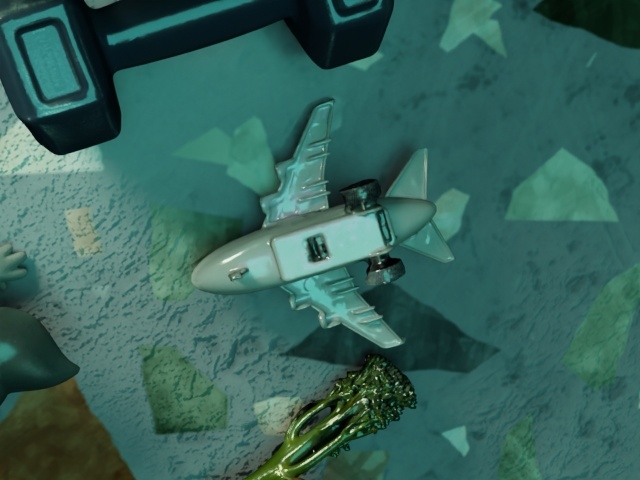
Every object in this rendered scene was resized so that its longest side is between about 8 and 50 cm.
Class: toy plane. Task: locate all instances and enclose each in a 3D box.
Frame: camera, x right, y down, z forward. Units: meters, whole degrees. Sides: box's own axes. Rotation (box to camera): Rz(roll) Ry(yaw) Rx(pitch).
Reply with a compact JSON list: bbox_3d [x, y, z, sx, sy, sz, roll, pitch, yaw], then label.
[{"bbox_3d":[0.001,0.000,0.803,0.255,0.101,0.251,-18,98,-10],"label":"toy plane"}]

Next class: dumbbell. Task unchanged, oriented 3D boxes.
[{"bbox_3d":[-0.106,-0.186,0.697,0.316,0.156,0.143,-20,140,-9],"label":"dumbbell"}]

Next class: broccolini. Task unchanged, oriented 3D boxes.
[{"bbox_3d":[-0.066,0.257,0.893,0.392,0.079,0.074,-35,123,4],"label":"broccolini"}]

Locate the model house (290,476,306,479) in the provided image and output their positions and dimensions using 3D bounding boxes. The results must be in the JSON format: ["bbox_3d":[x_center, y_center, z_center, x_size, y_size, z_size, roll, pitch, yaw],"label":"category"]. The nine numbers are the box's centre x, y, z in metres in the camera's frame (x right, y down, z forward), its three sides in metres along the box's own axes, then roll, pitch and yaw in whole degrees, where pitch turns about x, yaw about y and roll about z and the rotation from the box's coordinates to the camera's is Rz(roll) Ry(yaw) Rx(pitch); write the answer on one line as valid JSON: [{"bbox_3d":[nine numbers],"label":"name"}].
[{"bbox_3d":[-0.017,0.378,0.849,0.199,0.220,0.229,44,63,-33],"label":"model house"}]

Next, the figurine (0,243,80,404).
[{"bbox_3d":[-0.334,0.049,0.708,0.193,0.140,0.265,-27,127,-25],"label":"figurine"}]
